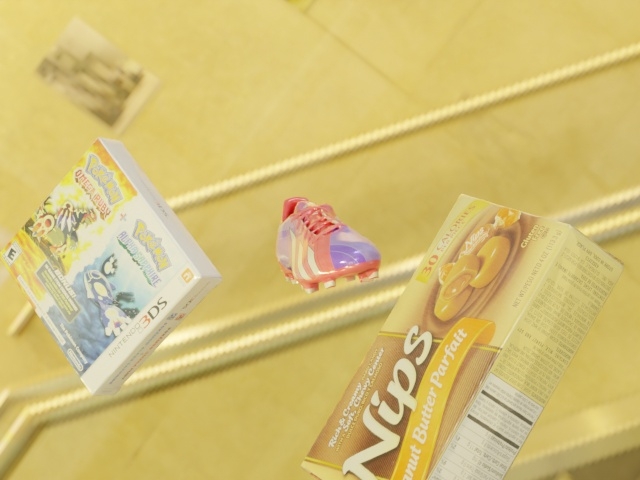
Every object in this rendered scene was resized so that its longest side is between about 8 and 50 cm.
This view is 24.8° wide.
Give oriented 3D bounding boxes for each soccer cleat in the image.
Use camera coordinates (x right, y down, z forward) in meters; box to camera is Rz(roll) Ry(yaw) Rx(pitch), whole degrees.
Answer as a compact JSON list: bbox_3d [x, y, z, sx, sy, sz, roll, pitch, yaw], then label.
[{"bbox_3d":[0.000,0.000,1.518,0.083,0.095,0.248,-11,3,-12],"label":"soccer cleat"}]

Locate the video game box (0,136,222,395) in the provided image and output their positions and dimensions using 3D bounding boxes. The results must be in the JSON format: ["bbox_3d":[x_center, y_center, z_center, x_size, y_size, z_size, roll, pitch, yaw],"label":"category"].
[{"bbox_3d":[-0.225,0.028,1.532,0.187,0.205,0.048,-46,-23,17],"label":"video game box"}]

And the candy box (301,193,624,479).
[{"bbox_3d":[0.129,0.122,1.364,0.316,0.087,0.183,-60,29,-5],"label":"candy box"}]
